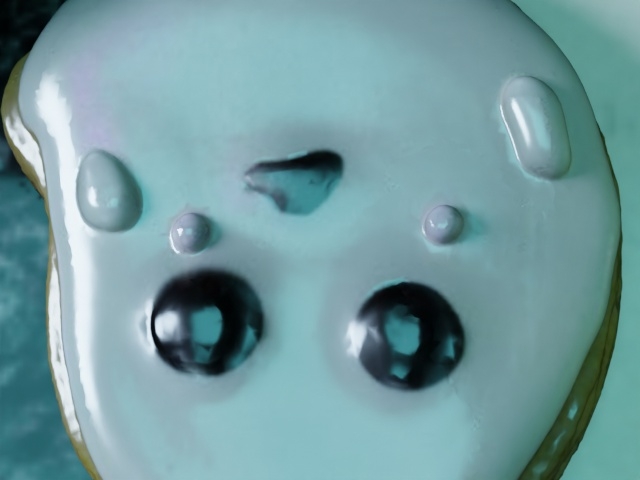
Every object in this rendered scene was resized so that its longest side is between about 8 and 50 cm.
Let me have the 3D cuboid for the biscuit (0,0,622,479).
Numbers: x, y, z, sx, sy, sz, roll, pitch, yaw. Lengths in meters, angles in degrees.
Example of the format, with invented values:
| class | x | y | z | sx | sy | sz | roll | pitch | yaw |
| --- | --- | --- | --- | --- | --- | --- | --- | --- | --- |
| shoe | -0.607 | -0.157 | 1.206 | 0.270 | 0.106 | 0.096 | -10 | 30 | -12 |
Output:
| class | x | y | z | sx | sy | sz | roll | pitch | yaw |
| --- | --- | --- | --- | --- | --- | --- | --- | --- | --- |
| biscuit | 0.000 | 0.000 | 0.513 | 0.181 | 0.049 | 0.208 | -9 | 74 | 1 |
